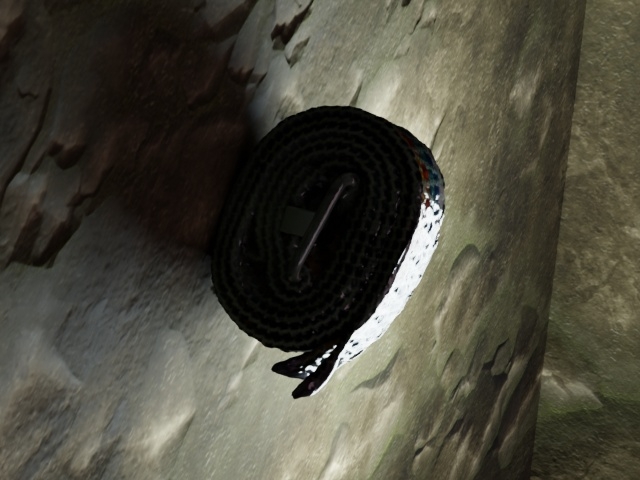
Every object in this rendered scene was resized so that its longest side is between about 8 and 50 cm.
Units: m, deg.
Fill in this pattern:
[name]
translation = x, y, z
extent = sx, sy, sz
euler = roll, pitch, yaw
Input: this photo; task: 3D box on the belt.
[belt]
translation = 0.000, 0.000, 1.806
extent = 0.295, 0.207, 0.160
euler = -58, 164, 4
